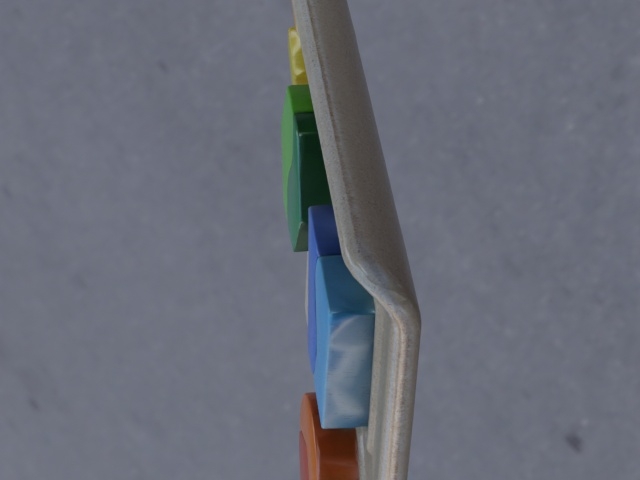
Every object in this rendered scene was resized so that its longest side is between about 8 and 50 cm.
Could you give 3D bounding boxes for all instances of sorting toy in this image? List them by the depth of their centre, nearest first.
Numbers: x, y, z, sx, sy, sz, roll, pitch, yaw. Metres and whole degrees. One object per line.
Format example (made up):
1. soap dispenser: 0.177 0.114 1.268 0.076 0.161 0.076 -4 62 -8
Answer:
1. sorting toy: 0.000 0.000 0.804 0.307 0.041 0.229 -101 6 -49
